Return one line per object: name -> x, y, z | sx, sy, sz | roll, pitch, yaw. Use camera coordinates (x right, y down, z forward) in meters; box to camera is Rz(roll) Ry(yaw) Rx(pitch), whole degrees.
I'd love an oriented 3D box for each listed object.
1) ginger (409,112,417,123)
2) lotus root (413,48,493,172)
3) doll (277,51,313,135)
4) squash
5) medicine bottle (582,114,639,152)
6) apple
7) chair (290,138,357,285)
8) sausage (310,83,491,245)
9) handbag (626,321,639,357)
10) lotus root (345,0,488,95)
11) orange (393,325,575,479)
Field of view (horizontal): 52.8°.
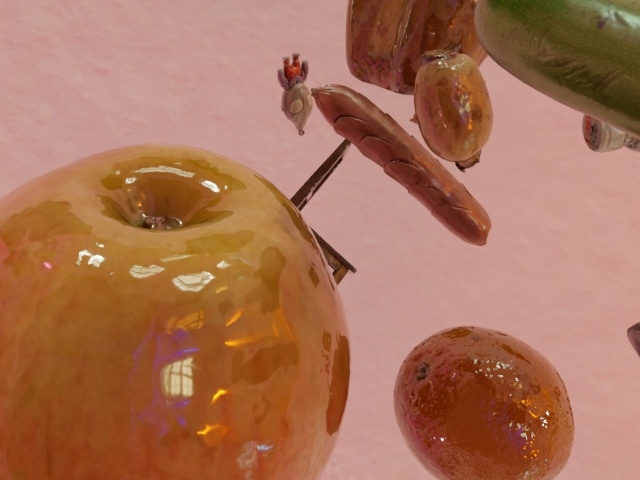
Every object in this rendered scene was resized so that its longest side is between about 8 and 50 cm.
ginger -> 0.248, -0.267, 1.342 | 0.057, 0.137, 0.044 | 53, 143, 11
lotus root -> 0.210, -0.194, 1.005 | 0.118, 0.125, 0.220 | 3, 127, 41
doll -> -0.064, -0.378, 1.693 | 0.075, 0.102, 0.227 | 33, 139, 44
squash -> 0.206, -0.116, 0.425 | 0.082, 0.082, 0.292 | -54, 49, 9
medicine bottle -> 0.477, -0.169, 0.870 | 0.229, 0.121, 0.083 | -10, 113, -3
apple -> -0.147, 0.097, 0.539 | 0.364, 0.364, 0.363 | 1, 94, 11
chair -> 0.000, 0.000, 1.518 | 0.240, 0.203, 0.416 | 44, 88, 1
sausage -> 0.155, -0.140, 1.164 | 0.433, 0.088, 0.088 | 40, 100, -11
handbag -> 0.793, 0.289, 1.366 | 0.075, 0.191, 0.332 | -28, 74, -14
lotus root -> 0.205, -0.407, 1.266 | 0.316, 0.316, 0.249 | 25, 113, 8
orange -> 0.181, 0.191, 0.733 | 0.206, 0.206, 0.205 | 1, 94, 11
